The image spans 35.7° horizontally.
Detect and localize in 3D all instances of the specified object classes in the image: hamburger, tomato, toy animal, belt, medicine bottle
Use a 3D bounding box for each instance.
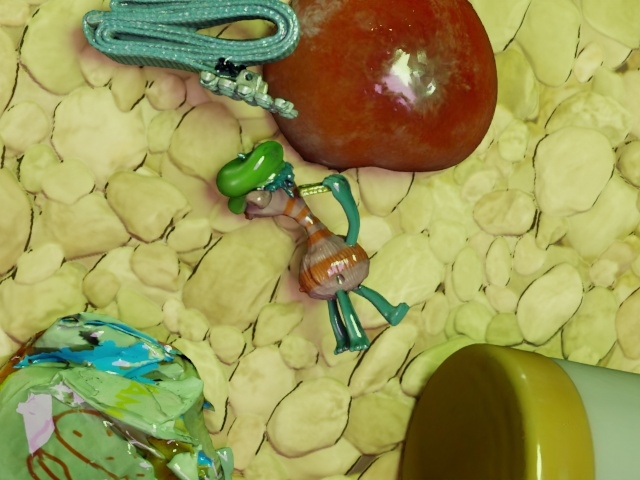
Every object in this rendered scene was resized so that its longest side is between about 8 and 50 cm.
[{"bbox_3d":[-0.186,0.215,0.842,0.260,0.150,0.276,-41,108,-5],"label":"hamburger"},{"bbox_3d":[0.070,-0.155,0.882,0.228,0.112,0.199,-6,99,-19],"label":"tomato"},{"bbox_3d":[0.000,0.000,0.889,0.103,0.100,0.208,-30,95,29],"label":"toy animal"},{"bbox_3d":[-0.106,-0.157,0.831,0.179,0.065,0.100,3,93,5],"label":"belt"},{"bbox_3d":[0.225,0.229,0.921,0.232,0.238,0.237,13,95,-19],"label":"medicine bottle"}]
